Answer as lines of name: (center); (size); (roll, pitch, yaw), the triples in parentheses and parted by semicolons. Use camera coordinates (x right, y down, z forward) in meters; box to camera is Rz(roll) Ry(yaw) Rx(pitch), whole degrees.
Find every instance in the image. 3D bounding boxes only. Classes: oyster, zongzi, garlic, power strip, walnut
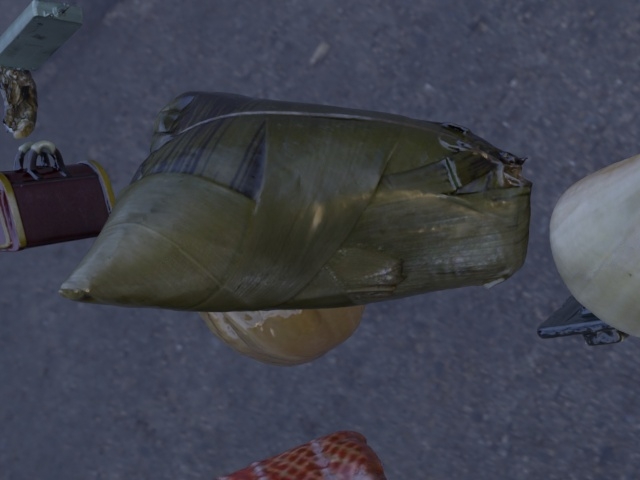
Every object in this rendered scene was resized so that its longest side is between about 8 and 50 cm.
oyster: (-0.354, -0.173, 1.594); (0.051, 0.103, 0.148); (-12, 65, 1)
zongzi: (0.000, 0.000, 0.905); (0.273, 0.300, 0.145); (6, 109, 7)
garlic: (0.364, -0.005, 1.193); (0.249, 0.286, 0.313); (-53, -1, -9)
power strip: (-0.258, -0.189, 1.257); (0.136, 0.050, 0.019); (-28, 61, 53)
walnut: (-0.061, 0.025, 1.621); (0.225, 0.261, 0.225); (-38, 12, 9)
power strip: (0.390, 0.046, 1.578); (0.251, 0.257, 0.092); (-17, 93, 24)

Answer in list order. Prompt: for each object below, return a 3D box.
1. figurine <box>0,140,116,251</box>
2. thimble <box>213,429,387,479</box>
figurine: (-0.264, -0.042, 1.255); (0.082, 0.154, 0.098); (4, 98, 44)
thimble: (-0.012, 0.390, 1.476); (0.230, 0.350, 0.350); (-17, 52, -4)
